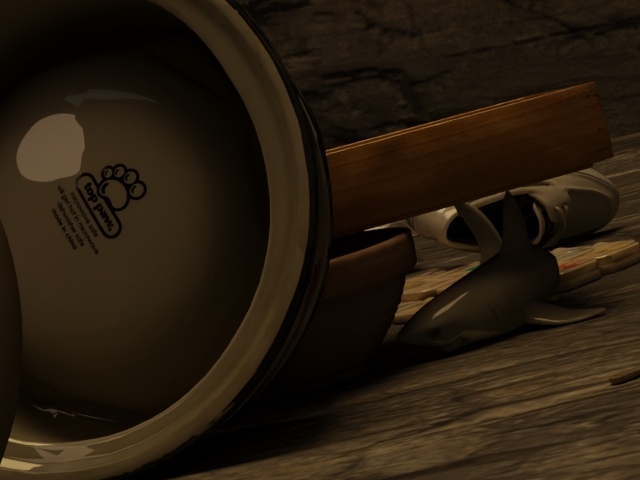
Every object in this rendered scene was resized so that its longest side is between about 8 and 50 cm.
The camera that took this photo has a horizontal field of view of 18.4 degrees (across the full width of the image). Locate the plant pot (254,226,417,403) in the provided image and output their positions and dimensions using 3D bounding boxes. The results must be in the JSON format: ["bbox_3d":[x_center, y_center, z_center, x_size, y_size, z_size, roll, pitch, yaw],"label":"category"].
[{"bbox_3d":[-0.026,0.068,1.651,0.237,0.110,0.237,-15,5,1],"label":"plant pot"}]

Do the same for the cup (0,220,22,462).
[{"bbox_3d":[-0.323,0.101,1.196,0.331,0.331,0.237,-15,29,-15],"label":"cup"}]

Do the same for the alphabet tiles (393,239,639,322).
[{"bbox_3d":[0.174,0.038,1.965,0.278,0.021,0.284,-18,6,-43],"label":"alphabet tiles"}]

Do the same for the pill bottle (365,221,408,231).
[{"bbox_3d":[0.000,0.000,2.157,0.187,0.112,0.112,15,20,32],"label":"pill bottle"}]

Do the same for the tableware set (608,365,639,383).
[{"bbox_3d":[0.299,0.053,1.329,0.194,0.039,0.128,-17,6,-30],"label":"tableware set"}]

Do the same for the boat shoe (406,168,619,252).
[{"bbox_3d":[0.224,-0.028,2.137,0.267,0.096,0.088,2,24,-31],"label":"boat shoe"}]

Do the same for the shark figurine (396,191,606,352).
[{"bbox_3d":[0.164,0.010,1.721,0.166,0.116,0.278,-10,11,15],"label":"shark figurine"}]

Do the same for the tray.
[{"bbox_3d":[0.026,-0.046,1.701,0.411,0.076,0.203,-15,3,-8],"label":"tray"}]

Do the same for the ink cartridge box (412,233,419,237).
[{"bbox_3d":[-0.011,0.036,2.343,0.223,0.045,0.224,-16,7,-19],"label":"ink cartridge box"}]

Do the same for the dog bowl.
[{"bbox_3d":[-0.171,-0.016,1.494,0.408,0.408,0.150,-12,-9,19],"label":"dog bowl"}]
